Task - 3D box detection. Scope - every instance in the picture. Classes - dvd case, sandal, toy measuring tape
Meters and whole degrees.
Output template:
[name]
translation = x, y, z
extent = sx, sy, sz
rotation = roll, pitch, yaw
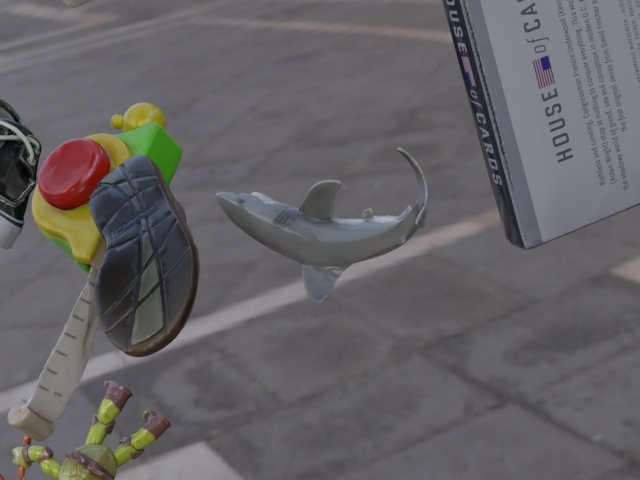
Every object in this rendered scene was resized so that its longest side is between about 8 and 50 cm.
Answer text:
[dvd case]
translation = 0.180, -0.119, 0.702
extent = 0.238, 0.179, 0.029
rotation = -21, 16, -15
[sandal]
translation = -0.138, 0.014, 1.108
extent = 0.090, 0.060, 0.219
rotation = -33, 39, 5
[toy measuring tape]
translation = -0.221, 0.016, 1.221
extent = 0.121, 0.121, 0.330
rotation = 0, 59, 39

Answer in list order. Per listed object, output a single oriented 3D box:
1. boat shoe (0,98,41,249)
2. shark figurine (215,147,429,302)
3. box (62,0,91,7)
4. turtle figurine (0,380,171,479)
[boat shoe]
translation = -0.246, -0.060, 1.019
extent = 0.070, 0.077, 0.219
rotation = -51, 26, 5
[shark figurine]
translation = 0.028, 0.008, 1.461
extent = 0.278, 0.166, 0.116
rotation = -6, 51, 38
[box]
translation = -0.186, -0.320, 1.037
extent = 0.126, 0.232, 0.148
rotation = -27, 45, -24
[turtle figurine]
translation = -0.320, 0.299, 1.884
extent = 0.217, 0.269, 0.087
rotation = -55, -6, -24
